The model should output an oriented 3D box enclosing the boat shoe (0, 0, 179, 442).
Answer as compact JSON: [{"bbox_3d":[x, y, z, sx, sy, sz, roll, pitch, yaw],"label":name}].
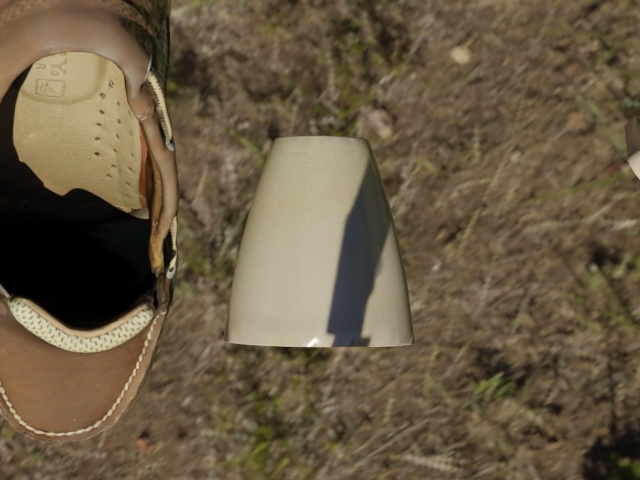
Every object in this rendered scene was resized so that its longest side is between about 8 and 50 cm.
[{"bbox_3d":[-0.091,0.002,0.525,0.095,0.257,0.095,-6,49,-10],"label":"boat shoe"}]

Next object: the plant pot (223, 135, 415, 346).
[{"bbox_3d":[0.000,0.000,2.091,0.256,0.256,0.274,1,89,-22],"label":"plant pot"}]

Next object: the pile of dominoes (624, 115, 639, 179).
[{"bbox_3d":[0.236,0.033,0.744,0.251,0.040,0.196,49,21,-12],"label":"pile of dominoes"}]
